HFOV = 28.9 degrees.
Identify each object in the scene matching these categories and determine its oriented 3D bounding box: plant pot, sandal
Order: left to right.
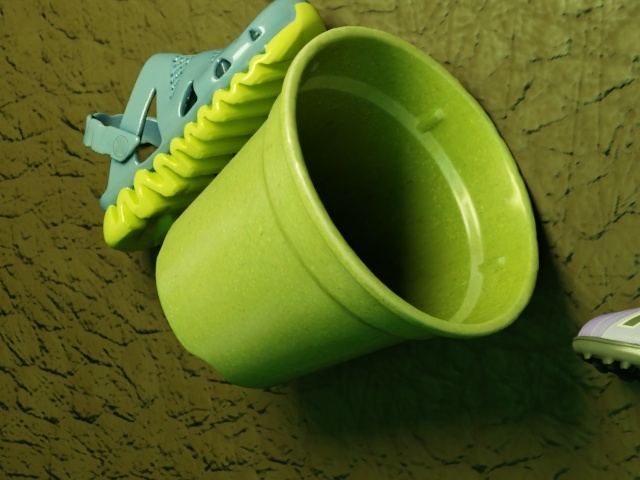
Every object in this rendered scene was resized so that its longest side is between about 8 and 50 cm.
[{"bbox_3d":[-0.126,-0.128,1.181,0.317,0.126,0.138,-40,72,25],"label":"sandal"},{"bbox_3d":[0.000,0.000,1.062,0.254,0.276,0.276,-33,79,40],"label":"plant pot"}]

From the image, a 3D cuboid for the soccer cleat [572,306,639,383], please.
[{"bbox_3d":[0.353,0.064,0.953,0.318,0.108,0.117,0,75,31],"label":"soccer cleat"}]
